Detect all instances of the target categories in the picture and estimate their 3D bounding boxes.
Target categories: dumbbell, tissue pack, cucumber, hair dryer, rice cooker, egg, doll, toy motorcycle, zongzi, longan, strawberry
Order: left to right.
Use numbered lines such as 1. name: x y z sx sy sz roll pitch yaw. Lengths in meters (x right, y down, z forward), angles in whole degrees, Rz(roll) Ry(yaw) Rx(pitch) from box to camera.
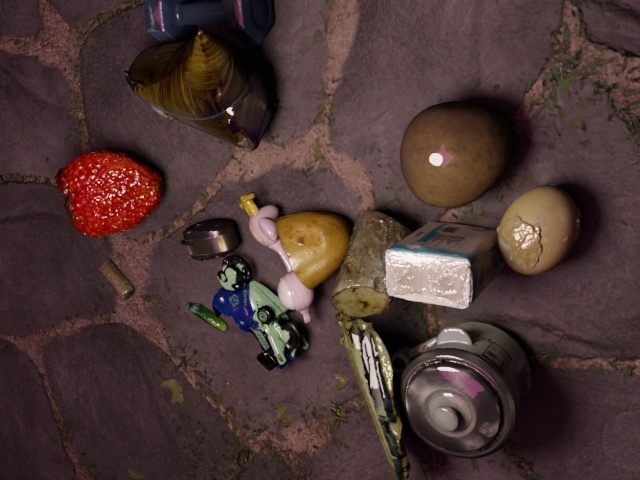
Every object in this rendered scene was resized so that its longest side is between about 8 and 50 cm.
1. strawberry: -0.576 -0.133 2.110 0.288 0.250 0.238 -6 96 4
2. zongzi: -0.336 -0.418 1.764 0.403 0.432 0.208 24 79 21
3. cucumber: -0.333 0.215 2.187 0.155 0.037 0.037 30 117 18
4. dumbbell: -0.277 -0.560 1.858 0.316 0.143 0.156 6 111 27
5. rice cooker: -0.298 -0.003 2.057 0.165 0.112 0.106 -14 104 37
6. toy motorcycle: -0.178 0.200 2.049 0.331 0.125 0.196 50 129 11
7. doll: -0.102 0.044 1.949 0.094 0.160 0.365 -23 89 -9
8. hair dryer: 0.240 0.275 1.869 0.137 0.082 0.047 -28 90 17
9. tissue pack: 0.276 0.047 1.658 0.201 0.271 0.124 11 110 27
10. longan: 0.286 -0.181 1.630 0.246 0.215 0.246 10 147 7
11. rice cooker: 0.328 0.331 1.701 0.264 0.316 0.317 2 106 29
12. egg: 0.460 -0.021 1.601 0.164 0.164 0.201 31 113 18

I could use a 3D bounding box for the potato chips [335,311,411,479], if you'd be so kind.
1. potato chips: 0.136 0.368 1.816 0.070 0.358 0.429 -19 84 -7

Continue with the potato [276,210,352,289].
1. potato: 0.000 0.000 1.872 0.158 0.203 0.178 -30 128 10

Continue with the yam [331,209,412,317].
1. yam: 0.127 0.048 1.746 0.154 0.254 0.154 15 147 10

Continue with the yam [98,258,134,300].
1. yam: -0.621 0.120 2.310 0.132 0.054 0.054 49 121 9
